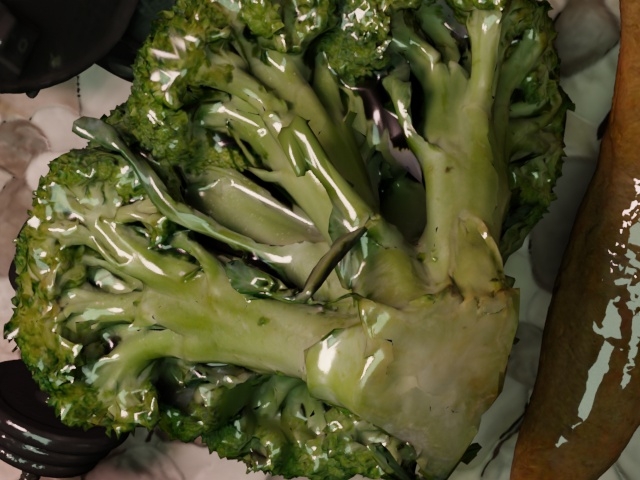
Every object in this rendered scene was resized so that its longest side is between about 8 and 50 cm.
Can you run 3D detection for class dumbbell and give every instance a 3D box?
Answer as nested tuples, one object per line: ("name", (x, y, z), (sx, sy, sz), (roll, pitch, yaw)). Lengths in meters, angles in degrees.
("dumbbell", (-0.148, 0.063, 1.114), (0.099, 0.099, 0.208), (21, 110, 2))

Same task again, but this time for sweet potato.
("sweet potato", (0.182, -0.004, 1.043), (0.114, 0.092, 0.341), (6, 102, -25))

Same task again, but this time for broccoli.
("broccoli", (0.000, 0.000, 0.975), (0.304, 0.283, 0.321), (4, 112, -23))

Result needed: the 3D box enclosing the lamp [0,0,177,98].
("lamp", (-0.225, -0.192, 0.948), (0.272, 0.374, 0.205), (17, 78, 21))
